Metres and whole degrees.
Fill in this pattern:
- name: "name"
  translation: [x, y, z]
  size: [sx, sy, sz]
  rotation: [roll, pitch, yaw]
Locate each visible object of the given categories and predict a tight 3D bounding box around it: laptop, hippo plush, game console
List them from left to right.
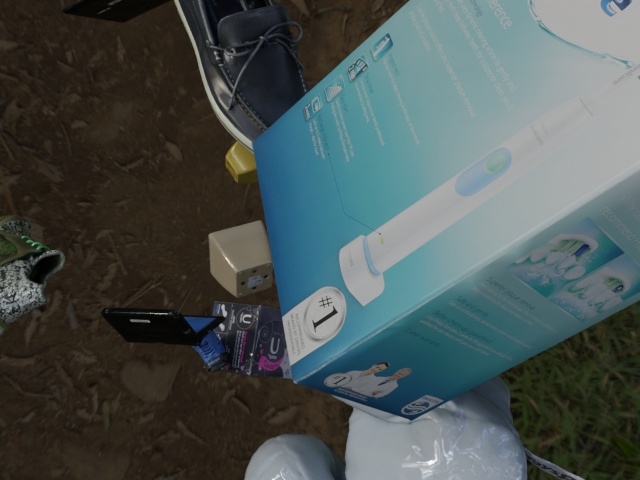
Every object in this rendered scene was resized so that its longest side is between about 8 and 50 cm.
- name: "laptop"
  translation: [-0.406, -0.588, 1.408]
  size: [0.234, 0.264, 0.136]
  rotation: [-9, 94, 34]
- name: "game console"
  translation: [-0.210, 0.101, 0.851]
  size: [0.122, 0.107, 0.071]
  rotation: [-2, 49, 22]
- name: "hippo plush"
  translation: [0.067, 0.217, 0.588]
  size: [0.294, 0.234, 0.236]
  rotation: [39, 101, 22]

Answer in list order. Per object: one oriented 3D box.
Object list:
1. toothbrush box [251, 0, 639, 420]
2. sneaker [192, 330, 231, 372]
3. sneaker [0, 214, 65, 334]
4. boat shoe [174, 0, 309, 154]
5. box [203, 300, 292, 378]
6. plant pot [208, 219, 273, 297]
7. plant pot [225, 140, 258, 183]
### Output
- name: "toothbrush box"
  translation: [0.108, -0.053, 0.403]
  size: [0.295, 0.216, 0.126]
  rotation: [-38, 135, 26]
- name: "sneaker"
  translation: [-0.232, 0.231, 1.329]
  size: [0.058, 0.152, 0.084]
  rotation: [-28, 67, -7]
- name: "sneaker"
  translation: [-0.647, 0.060, 1.392]
  size: [0.182, 0.410, 0.158]
  rotation: [-16, 124, -8]
- name: "boat shoe"
  translation: [-0.130, -0.352, 1.162]
  size: [0.187, 0.156, 0.500]
  rotation: [-20, 78, -31]
- name: "box"
  translation: [-0.136, 0.244, 1.505]
  size: [0.142, 0.247, 0.163]
  rotation: [1, 77, 33]
- name: "plant pot"
  translation: [-0.143, 0.043, 1.195]
  size: [0.109, 0.109, 0.096]
  rotation: [-16, 47, -22]
- name: "plant pot"
  translation: [-0.146, -0.161, 1.278]
  size: [0.083, 0.081, 0.081]
  rotation: [-31, 79, -15]
